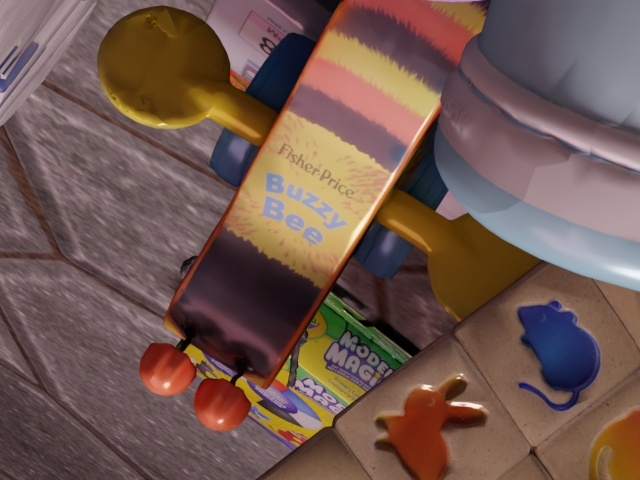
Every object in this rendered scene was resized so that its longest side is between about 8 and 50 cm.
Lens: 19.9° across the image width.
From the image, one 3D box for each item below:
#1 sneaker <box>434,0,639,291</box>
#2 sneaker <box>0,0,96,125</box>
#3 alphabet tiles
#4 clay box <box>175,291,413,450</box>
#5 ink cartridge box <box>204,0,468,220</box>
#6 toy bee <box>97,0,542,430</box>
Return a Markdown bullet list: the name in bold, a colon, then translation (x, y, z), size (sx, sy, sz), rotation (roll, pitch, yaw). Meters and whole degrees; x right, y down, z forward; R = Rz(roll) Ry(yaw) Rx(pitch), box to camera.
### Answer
- **sneaker**: translation (0.201, -0.081, 0.452), size (0.319, 0.208, 0.127), rotation (5, -157, -12)
- **sneaker**: translation (-0.203, -0.168, 0.892), size (0.182, 0.127, 0.315), rotation (34, 162, -3)
- **alphabet tiles**: translation (0.130, 0.149, 0.720), size (0.285, 0.342, 0.011), rotation (54, 172, -8)
- **clay box**: translation (-0.018, 0.085, 1.266), size (0.127, 0.053, 0.222), rotation (38, 161, -7)
- **ink cartridge box**: translation (0.021, -0.049, 0.907), size (0.189, 0.066, 0.232), rotation (36, 156, -2)
- **toy bee**: translation (0.000, 0.000, 0.747), size (0.195, 0.162, 0.298), rotation (15, 131, 15)
